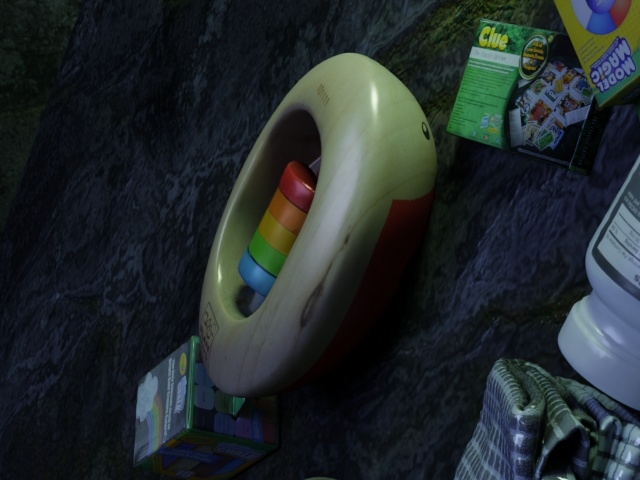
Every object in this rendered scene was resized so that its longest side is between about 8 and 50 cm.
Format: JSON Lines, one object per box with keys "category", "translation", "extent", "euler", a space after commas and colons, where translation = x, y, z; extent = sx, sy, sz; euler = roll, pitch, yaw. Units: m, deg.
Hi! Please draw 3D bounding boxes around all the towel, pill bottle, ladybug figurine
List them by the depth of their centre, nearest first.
{"category": "pill bottle", "translation": [0.312, -0.004, 1.349], "extent": [0.278, 0.162, 0.162], "euler": [-64, 28, 22]}
{"category": "towel", "translation": [0.173, 0.234, 1.443], "extent": [0.284, 0.121, 0.235], "euler": [-106, 37, -86]}
{"category": "ladybug figurine", "translation": [0.000, 0.000, 1.948], "extent": [0.449, 0.162, 0.305], "euler": [-61, 30, 25]}

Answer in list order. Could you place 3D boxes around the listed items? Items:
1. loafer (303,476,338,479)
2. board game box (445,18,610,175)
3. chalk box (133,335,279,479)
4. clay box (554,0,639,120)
{"category": "loafer", "translation": [-0.024, 0.437, 1.797], "extent": [0.130, 0.134, 0.366], "euler": [-27, 53, 56]}
{"category": "board game box", "translation": [0.221, -0.155, 1.753], "extent": [0.259, 0.030, 0.136], "euler": [28, 103, 63]}
{"category": "chalk box", "translation": [-0.134, 0.212, 2.135], "extent": [0.213, 0.132, 0.132], "euler": [-37, 44, 50]}
{"category": "clay box", "translation": [0.285, -0.225, 1.564], "extent": [0.127, 0.053, 0.222], "euler": [-42, 61, 50]}
